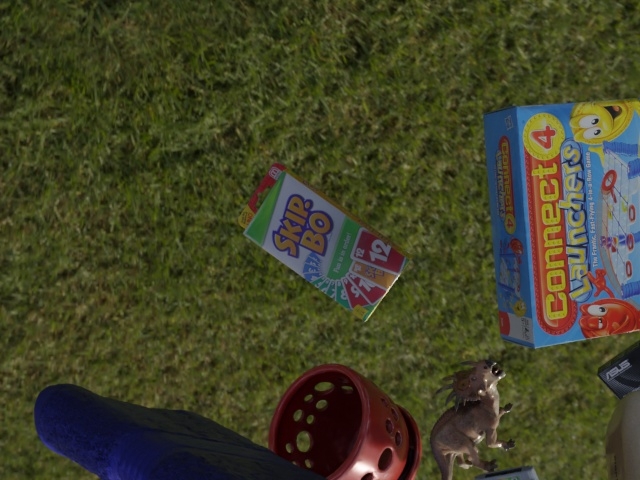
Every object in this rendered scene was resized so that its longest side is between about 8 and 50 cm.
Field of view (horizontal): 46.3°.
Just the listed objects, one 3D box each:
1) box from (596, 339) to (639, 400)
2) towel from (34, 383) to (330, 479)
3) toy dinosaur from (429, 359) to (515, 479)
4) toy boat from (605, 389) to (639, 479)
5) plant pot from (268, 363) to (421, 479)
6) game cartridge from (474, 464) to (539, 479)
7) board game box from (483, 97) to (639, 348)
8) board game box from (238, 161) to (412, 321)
[{"bbox_3d":[0.714,0.291,1.559,0.184,0.045,0.190,48,119,3],"label":"box"},{"bbox_3d":[-0.071,0.216,0.615,0.227,0.308,0.076,32,77,-53],"label":"towel"},{"bbox_3d":[0.307,0.393,1.620,0.200,0.127,0.296,37,92,-13],"label":"toy dinosaur"},{"bbox_3d":[0.499,0.330,1.067,0.151,0.231,0.151,1,157,6],"label":"toy boat"},{"bbox_3d":[0.047,0.300,1.117,0.191,0.191,0.174,-45,128,15],"label":"plant pot"},{"bbox_3d":[0.260,0.340,1.027,0.083,0.017,0.056,-20,106,23],"label":"game cartridge"},{"bbox_3d":[0.382,-0.032,0.999,0.301,0.086,0.308,-7,94,-16],"label":"board game box"},{"bbox_3d":[0.000,0.000,1.154,0.259,0.039,0.124,36,107,7],"label":"board game box"}]
